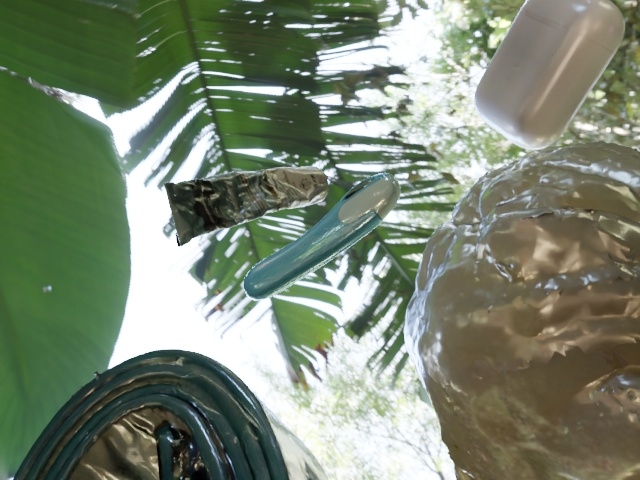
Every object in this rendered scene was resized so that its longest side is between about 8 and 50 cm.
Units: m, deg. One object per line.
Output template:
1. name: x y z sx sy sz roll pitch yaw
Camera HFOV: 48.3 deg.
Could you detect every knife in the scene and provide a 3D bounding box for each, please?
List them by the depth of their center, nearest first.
1. knife: 0.000 0.000 0.810 0.222 0.064 0.031 -36 -41 17

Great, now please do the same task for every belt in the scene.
1. belt: -0.123 0.304 0.574 0.300 0.436 0.173 -24 -49 10

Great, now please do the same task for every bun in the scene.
1. bun: 0.186 0.064 0.405 0.282 0.205 0.281 6 -112 -15

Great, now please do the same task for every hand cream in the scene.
1. hand cream: -0.087 -0.055 0.924 0.248 0.052 0.075 -17 -105 -37

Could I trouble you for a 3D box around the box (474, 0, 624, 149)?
1. box: 0.501 -0.390 1.602 0.141 0.288 0.349 18 -68 -25
